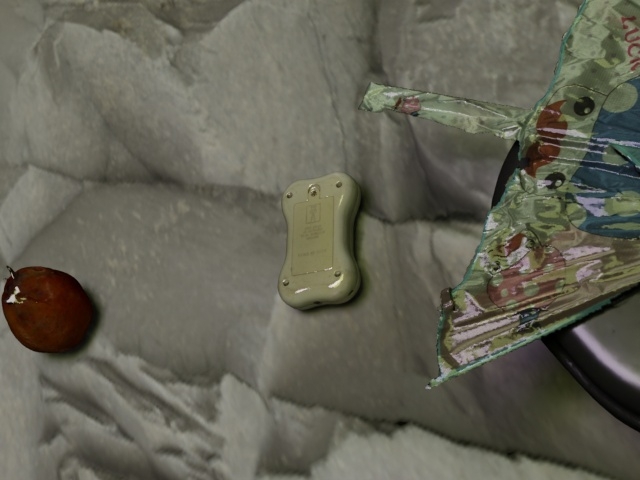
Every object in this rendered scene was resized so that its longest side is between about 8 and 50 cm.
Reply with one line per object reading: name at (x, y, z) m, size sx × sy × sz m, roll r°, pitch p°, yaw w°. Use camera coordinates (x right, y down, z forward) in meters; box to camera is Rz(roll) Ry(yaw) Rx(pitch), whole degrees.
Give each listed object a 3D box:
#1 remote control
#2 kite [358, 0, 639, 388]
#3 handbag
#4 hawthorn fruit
remote control at (0.000, 0.000, 0.871) m, size 0.074 × 0.032 × 0.122 m, roll -10°, pitch 61°, yaw 24°
kite at (0.181, -0.072, 0.710) m, size 0.368 × 0.014 × 0.406 m, roll 16°, pitch 73°, yaw 32°
handbag at (0.262, 0.003, 0.697) m, size 0.253 × 0.093 × 0.308 m, roll -39°, pitch 54°, yaw 3°
hawthorn fruit at (-0.263, 0.060, 0.940) m, size 0.081 × 0.093 × 0.081 m, roll -13°, pitch 59°, yaw 23°
